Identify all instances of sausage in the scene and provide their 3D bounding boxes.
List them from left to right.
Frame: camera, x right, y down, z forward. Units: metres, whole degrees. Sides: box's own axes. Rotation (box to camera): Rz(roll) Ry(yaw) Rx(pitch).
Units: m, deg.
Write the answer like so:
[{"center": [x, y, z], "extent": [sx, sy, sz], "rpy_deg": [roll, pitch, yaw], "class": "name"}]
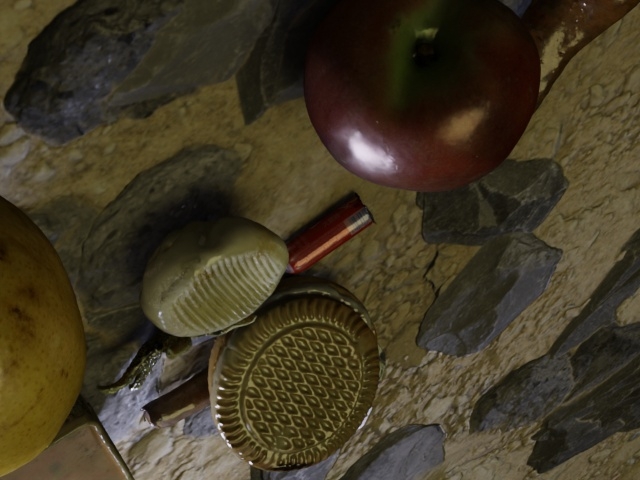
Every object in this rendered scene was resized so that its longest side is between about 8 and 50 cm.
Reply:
[{"center": [0.000, 0.000, 1.967], "extent": [0.145, 0.048, 0.050], "rpy_deg": [-36, -174, -5], "class": "sausage"}]

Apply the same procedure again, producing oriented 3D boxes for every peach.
[{"center": [0.105, -0.163, 1.677], "extent": [0.252, 0.252, 0.252], "rpy_deg": [-26, 146, -20], "class": "peach"}]

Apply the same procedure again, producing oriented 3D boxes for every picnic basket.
[{"center": [-0.332, 0.256, 1.859], "extent": [0.165, 0.139, 0.266], "rpy_deg": [-33, 147, -10], "class": "picnic basket"}]

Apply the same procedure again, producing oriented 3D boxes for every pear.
[{"center": [-0.365, 0.087, 1.475], "extent": [0.314, 0.314, 0.314], "rpy_deg": [-26, 146, -20], "class": "pear"}]

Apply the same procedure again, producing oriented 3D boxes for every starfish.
[{"center": [-0.177, 0.130, 1.904], "extent": [0.208, 0.053, 0.176], "rpy_deg": [-34, -176, -8], "class": "starfish"}]

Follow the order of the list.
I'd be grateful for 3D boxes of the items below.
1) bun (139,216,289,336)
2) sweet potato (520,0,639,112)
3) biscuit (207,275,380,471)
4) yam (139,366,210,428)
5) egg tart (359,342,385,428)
[{"center": [-0.129, 0.027, 1.815], "extent": [0.183, 0.102, 0.183], "rpy_deg": [-26, 153, -14], "class": "bun"}, {"center": [0.287, -0.251, 1.898], "extent": [0.097, 0.097, 0.292], "rpy_deg": [4, 136, -47], "class": "sweet potato"}, {"center": [-0.032, 0.174, 2.033], "extent": [0.259, 0.079, 0.259], "rpy_deg": [-10, 112, -26], "class": "biscuit"}, {"center": [-0.115, 0.175, 2.063], "extent": [0.264, 0.046, 0.046], "rpy_deg": [-28, 146, -16], "class": "yam"}, {"center": [-0.004, 0.223, 2.192], "extent": [0.234, 0.094, 0.234], "rpy_deg": [-24, 144, -19], "class": "egg tart"}]
